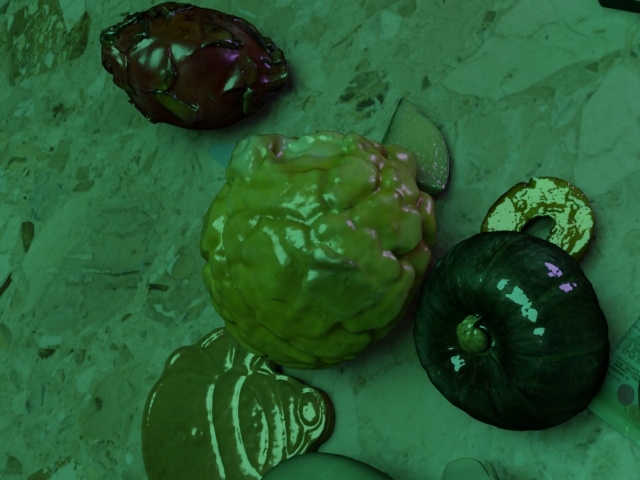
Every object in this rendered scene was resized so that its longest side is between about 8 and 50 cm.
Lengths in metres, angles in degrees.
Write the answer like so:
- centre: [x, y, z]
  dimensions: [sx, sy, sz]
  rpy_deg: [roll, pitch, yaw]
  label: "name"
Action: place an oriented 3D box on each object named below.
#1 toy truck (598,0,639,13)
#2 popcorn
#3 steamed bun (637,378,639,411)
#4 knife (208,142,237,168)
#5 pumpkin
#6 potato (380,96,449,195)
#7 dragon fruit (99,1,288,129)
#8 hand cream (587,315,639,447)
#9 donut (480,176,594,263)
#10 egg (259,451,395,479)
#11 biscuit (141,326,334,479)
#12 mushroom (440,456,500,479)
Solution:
- centre: [0.515, -0.402, 1.872]
  dimensions: [0.147, 0.065, 0.079]
  rpy_deg: [16, 86, 28]
  label: "toy truck"
- centre: [-0.011, 0.017, 1.820]
  dimensions: [0.390, 0.344, 0.354]
  rpy_deg: [-67, 19, 9]
  label: "popcorn"
- centre: [0.583, 0.215, 1.508]
  dimensions: [0.324, 0.310, 0.219]
  rpy_deg: [-16, 76, 2]
  label: "steamed bun"
- centre: [-0.088, -0.088, 2.089]
  dimensions: [0.080, 0.044, 0.331]
  rpy_deg: [-48, 59, 9]
  label: "knife"
- centre: [0.272, 0.136, 1.728]
  dimensions: [0.300, 0.207, 0.300]
  rpy_deg: [12, 109, 38]
  label: "pumpkin"
- centre: [0.158, -0.142, 1.981]
  dimensions: [0.120, 0.081, 0.149]
  rpy_deg: [21, 67, -1]
  label: "potato"
- centre: [-0.223, -0.305, 2.099]
  dimensions: [0.315, 0.250, 0.250]
  rpy_deg: [-13, 63, -24]
  label: "dragon fruit"
- centre: [0.504, 0.141, 1.714]
  dimensions: [0.147, 0.093, 0.306]
  rpy_deg: [38, 95, 36]
  label: "hand cream"
- centre: [0.342, -0.011, 1.849]
  dimensions: [0.178, 0.065, 0.162]
  rpy_deg: [-33, 70, 13]
  label: "donut"
- centre: [0.042, 0.463, 1.749]
  dimensions: [0.352, 0.258, 0.258]
  rpy_deg: [42, 96, 25]
  label: "egg"
- centre: [-0.154, 0.302, 2.000]
  dimensions: [0.351, 0.057, 0.312]
  rpy_deg: [-29, 67, 16]
  label: "biscuit"
- centre: [0.249, 0.508, 1.640]
  dimensions: [0.137, 0.154, 0.407]
  rpy_deg: [-21, 87, 12]
  label: "mushroom"
